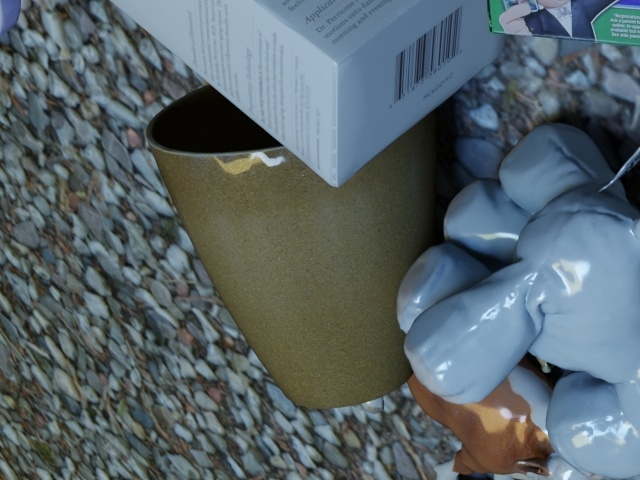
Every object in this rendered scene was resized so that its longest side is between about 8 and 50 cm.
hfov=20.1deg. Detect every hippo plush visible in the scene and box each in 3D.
[{"bbox_3d":[0.228,0.050,1.386,0.236,0.234,0.294,41,124,-21],"label":"hippo plush"}]

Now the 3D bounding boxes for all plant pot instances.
[{"bbox_3d":[0.000,0.000,1.496,0.237,0.237,0.254,9,121,43],"label":"plant pot"}]

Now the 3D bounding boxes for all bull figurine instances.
[{"bbox_3d":[0.137,0.144,1.616,0.310,0.101,0.188,53,148,14],"label":"bull figurine"}]

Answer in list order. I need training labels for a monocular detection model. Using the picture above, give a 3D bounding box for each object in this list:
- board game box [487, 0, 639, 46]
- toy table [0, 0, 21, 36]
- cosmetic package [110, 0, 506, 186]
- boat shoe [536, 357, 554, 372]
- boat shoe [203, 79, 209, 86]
[{"bbox_3d":[0.237,-0.212,1.031,0.317,0.046,0.214,10,120,32],"label":"board game box"},{"bbox_3d":[-0.328,-0.330,1.643,0.252,0.161,0.274,-14,112,51],"label":"toy table"},{"bbox_3d":[-0.050,-0.239,1.356,0.365,0.197,0.155,41,155,24],"label":"cosmetic package"},{"bbox_3d":[0.195,0.079,1.521,0.190,0.068,0.072,28,124,27],"label":"boat shoe"},{"bbox_3d":[-0.079,-0.226,1.558,0.073,0.073,0.207,-5,131,5],"label":"boat shoe"}]
